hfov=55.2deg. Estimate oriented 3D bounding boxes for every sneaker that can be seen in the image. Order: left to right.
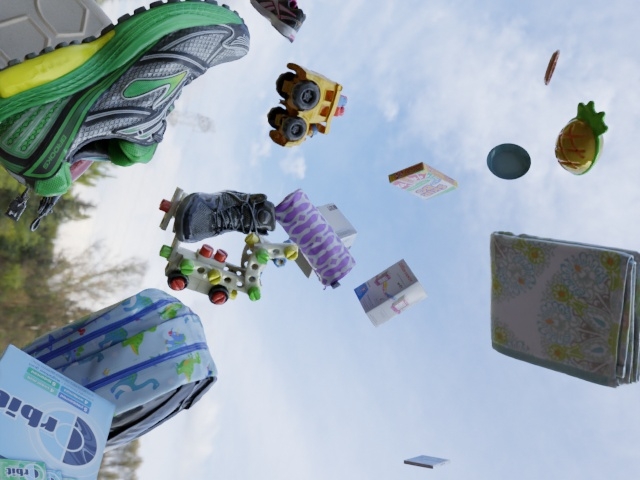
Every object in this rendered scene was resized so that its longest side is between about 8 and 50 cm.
[{"bbox_3d":[-0.214,-0.165,0.705,0.146,0.343,0.134,57,-29,-10],"label":"sneaker"},{"bbox_3d":[-0.162,-0.045,1.096,0.130,0.227,0.087,4,-79,21],"label":"sneaker"},{"bbox_3d":[-0.086,-0.512,1.361,0.077,0.072,0.178,-46,-120,12],"label":"sneaker"}]

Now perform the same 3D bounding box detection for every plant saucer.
[{"bbox_3d":[0.520,-0.214,1.693,0.021,0.119,0.119,72,11,-64],"label":"plant saucer"},{"bbox_3d":[0.536,-0.402,1.421,0.013,0.083,0.083,21,-74,20],"label":"plant saucer"}]

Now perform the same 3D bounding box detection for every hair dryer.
[{"bbox_3d":[-0.612,-0.142,1.463,0.223,0.080,0.293,12,-116,43],"label":"hair dryer"}]

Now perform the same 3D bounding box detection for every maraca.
[{"bbox_3d":[0.612,-0.236,1.430,0.186,0.099,0.127,96,-26,-47],"label":"maraca"}]

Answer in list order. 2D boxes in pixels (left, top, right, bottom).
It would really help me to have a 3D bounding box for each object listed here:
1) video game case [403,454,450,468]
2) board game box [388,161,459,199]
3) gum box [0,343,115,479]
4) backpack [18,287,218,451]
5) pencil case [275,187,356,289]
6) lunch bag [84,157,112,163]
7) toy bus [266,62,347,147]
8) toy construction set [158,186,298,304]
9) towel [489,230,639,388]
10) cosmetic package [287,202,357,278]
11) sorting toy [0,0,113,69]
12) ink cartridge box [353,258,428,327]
[{"bbox_3d":[0.293,0.605,1.673,0.087,0.122,0.011,-3,-101,34],"label":"video game case"},{"bbox_3d":[0.335,-0.184,1.946,0.124,0.259,0.039,-19,-109,34],"label":"board game box"},{"bbox_3d":[-0.325,0.222,0.697,0.041,0.157,0.184,-45,-157,13],"label":"gum box"},{"bbox_3d":[-0.351,0.233,1.010,0.290,0.355,0.273,58,21,-72],"label":"backpack"},{"bbox_3d":[-0.016,-0.004,1.202,0.088,0.086,0.206,-33,-86,32],"label":"pencil case"},{"bbox_3d":[-0.506,-0.293,1.355,0.160,0.262,0.223,26,-78,28],"label":"lunch bag"},{"bbox_3d":[-0.023,-0.364,1.717,0.149,0.211,0.220,43,-60,51],"label":"toy bus"},{"bbox_3d":[-0.234,0.026,1.392,0.215,0.327,0.151,-57,-167,19],"label":"toy construction set"},{"bbox_3d":[0.572,0.154,1.459,0.374,0.090,0.320,11,-72,47],"label":"towel"},{"bbox_3d":[0.000,0.000,2.044,0.151,0.151,0.184,52,-38,25],"label":"cosmetic package"},{"bbox_3d":[-0.393,-0.294,0.853,0.041,0.307,0.229,-16,-145,39],"label":"sorting toy"},{"bbox_3d":[0.138,0.103,1.212,0.122,0.052,0.088,-32,-148,3],"label":"ink cartridge box"}]
